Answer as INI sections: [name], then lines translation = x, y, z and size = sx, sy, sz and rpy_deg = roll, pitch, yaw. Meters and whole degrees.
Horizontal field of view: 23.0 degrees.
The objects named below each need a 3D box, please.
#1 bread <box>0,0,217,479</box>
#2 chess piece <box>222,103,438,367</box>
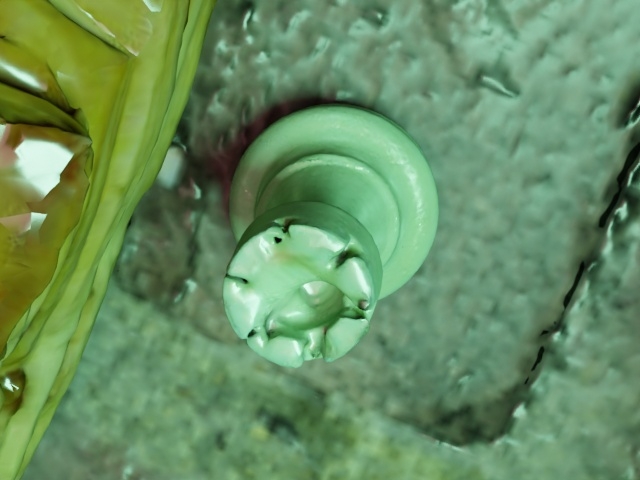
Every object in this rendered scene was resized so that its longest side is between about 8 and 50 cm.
[bread]
translation = -0.196, -0.018, 0.449
size = 0.277, 0.167, 0.324
rpy_deg = 31, 107, -3
[chess piece]
translation = 0.000, 0.000, 0.465
size = 0.067, 0.103, 0.067
rpy_deg = 2, 106, 6
